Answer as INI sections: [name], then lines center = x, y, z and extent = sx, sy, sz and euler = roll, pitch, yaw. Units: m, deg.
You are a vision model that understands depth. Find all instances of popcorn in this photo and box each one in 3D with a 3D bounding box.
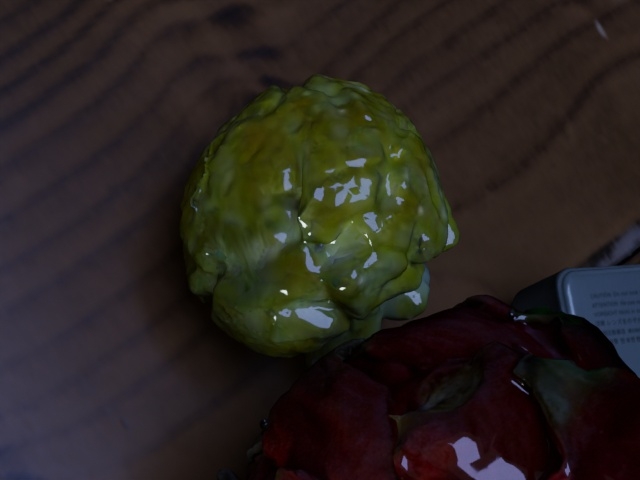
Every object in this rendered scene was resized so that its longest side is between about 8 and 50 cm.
[popcorn]
center = 0.000, 0.000, 0.991
extent = 0.198, 0.198, 0.212
euler = -43, 121, -28

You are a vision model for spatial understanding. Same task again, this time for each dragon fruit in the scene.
[dragon fruit]
center = 0.101, 0.188, 0.885
extent = 0.329, 0.329, 0.329
euler = 7, 72, -23

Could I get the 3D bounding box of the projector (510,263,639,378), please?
[projector]
center = 0.278, 0.112, 1.116
extent = 0.257, 0.099, 0.192
euler = -4, 77, -25
